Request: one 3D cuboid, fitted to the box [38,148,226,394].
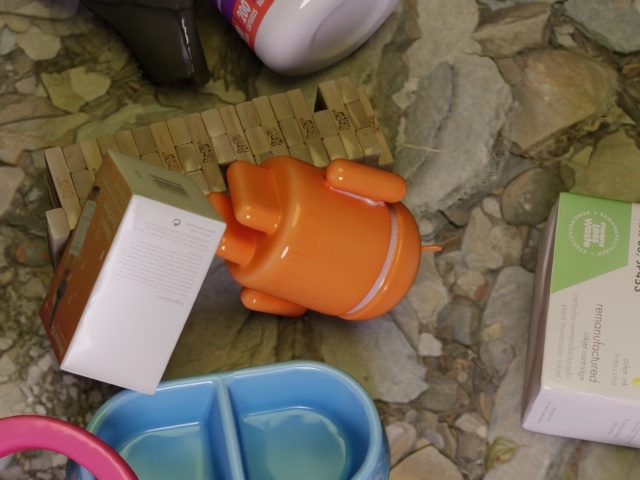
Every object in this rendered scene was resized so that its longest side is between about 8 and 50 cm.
[{"bbox_3d":[-0.168,0.027,1.607,0.091,0.130,0.170,19,103,-24],"label":"box"}]

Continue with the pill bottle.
[{"bbox_3d":[-0.069,-0.330,1.812,0.181,0.181,0.323,-34,72,-18],"label":"pill bottle"}]

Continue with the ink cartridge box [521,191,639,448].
[{"bbox_3d":[0.376,0.092,1.687,0.353,0.119,0.207,9,64,-1],"label":"ink cartridge box"}]

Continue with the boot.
[{"bbox_3d":[-0.204,-0.217,1.812,0.198,0.137,0.077,6,28,38],"label":"boot"}]

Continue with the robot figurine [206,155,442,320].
[{"bbox_3d":[-0.001,0.001,1.664,0.219,0.128,0.158,19,88,-30],"label":"robot figurine"}]

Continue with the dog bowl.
[{"bbox_3d":[-0.080,0.192,1.626,0.297,0.074,0.166,-8,66,-8],"label":"dog bowl"}]

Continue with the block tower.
[{"bbox_3d":[-0.103,-0.065,1.736,0.335,0.091,0.097,-16,67,-13],"label":"block tower"}]

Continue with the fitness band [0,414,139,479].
[{"bbox_3d":[-0.268,0.288,1.534,0.209,0.054,0.291,29,84,12],"label":"fitness band"}]
